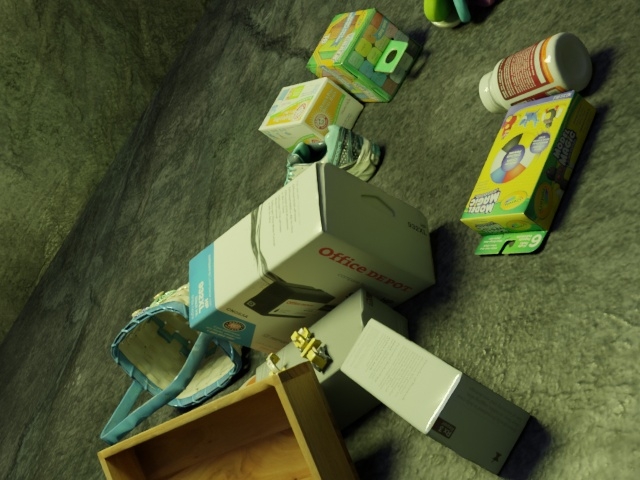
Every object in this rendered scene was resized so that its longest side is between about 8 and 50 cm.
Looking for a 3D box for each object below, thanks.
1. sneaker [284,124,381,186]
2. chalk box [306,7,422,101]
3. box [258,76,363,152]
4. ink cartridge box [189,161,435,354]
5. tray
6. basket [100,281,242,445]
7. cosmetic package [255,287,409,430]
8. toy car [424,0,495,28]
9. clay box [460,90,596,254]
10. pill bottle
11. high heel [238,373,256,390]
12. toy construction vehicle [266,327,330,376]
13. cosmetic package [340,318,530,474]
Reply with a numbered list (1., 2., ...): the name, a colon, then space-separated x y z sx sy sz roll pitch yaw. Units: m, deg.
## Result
1. sneaker: -0.023 -0.124 1.721 0.283 0.122 0.110 -37 31 35
2. chalk box: 0.092 -0.355 1.786 0.132 0.132 0.213 -60 25 -7
3. box: -0.022 -0.250 1.894 0.203 0.103 0.114 3 62 62
4. ink cartridge box: -0.018 0.045 1.371 0.307 0.223 0.129 -35 44 36
5. tray: -0.133 0.326 1.270 0.411 0.202 0.076 -29 -9 39
6. basket: -0.267 0.215 1.650 0.255 0.201 0.289 -37 21 33
7. cosmetic package: 0.013 0.190 1.307 0.238 0.107 0.127 -36 31 30
8. toy car: 0.258 -0.463 1.643 0.136 0.159 0.182 25 79 28
9. clay box: 0.272 -0.087 1.236 0.127 0.053 0.222 -6 53 59
10. pill bottle: 0.302 -0.232 1.318 0.152 0.086 0.086 -16 45 53
11. high heel: -0.081 0.292 1.420 0.082 0.117 0.244 -13 19 7
12. toy construction vehicle: -0.035 0.161 1.266 0.086 0.035 0.098 -52 29 11
13. cosmetic package: 0.129 0.178 1.096 0.085 0.117 0.231 -59 26 -4
